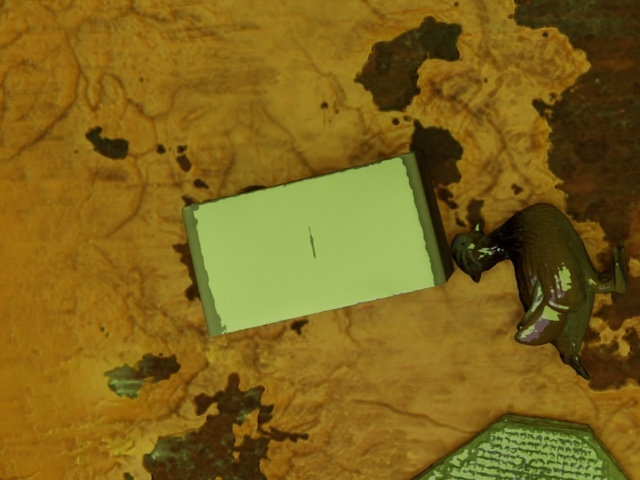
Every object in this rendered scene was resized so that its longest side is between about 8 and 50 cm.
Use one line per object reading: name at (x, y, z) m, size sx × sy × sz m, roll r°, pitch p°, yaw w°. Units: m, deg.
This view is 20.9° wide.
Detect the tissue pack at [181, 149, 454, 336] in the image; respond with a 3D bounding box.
tissue pack at (0.000, 0.000, 1.771) m, size 0.246 × 0.159 × 0.136 m, roll -12°, pitch 93°, yaw 9°

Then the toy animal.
toy animal at (0.227, 0.055, 1.787) m, size 0.179 × 0.089 × 0.188 m, roll -4°, pitch 95°, yaw 13°

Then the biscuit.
biscuit at (0.191, 0.278, 1.828) m, size 0.252 × 0.052 × 0.150 m, roll -36°, pitch 90°, yaw 9°
